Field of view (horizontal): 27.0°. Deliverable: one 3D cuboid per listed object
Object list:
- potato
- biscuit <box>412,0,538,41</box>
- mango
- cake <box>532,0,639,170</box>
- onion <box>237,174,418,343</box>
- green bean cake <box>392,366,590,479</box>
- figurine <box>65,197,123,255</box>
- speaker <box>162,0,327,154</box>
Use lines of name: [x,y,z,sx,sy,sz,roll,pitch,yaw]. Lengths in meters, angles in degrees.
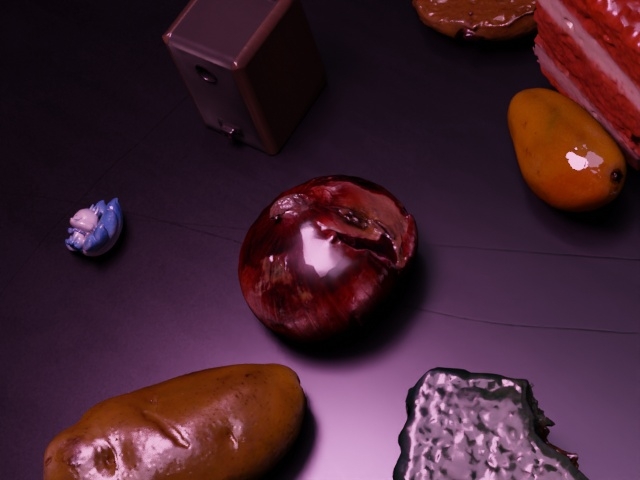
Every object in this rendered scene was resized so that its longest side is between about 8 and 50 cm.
potato: [-0.187,0.277,1.797,0.369,0.176,0.195,-22,17,-9]
biscuit: [0.282,-0.428,2.143,0.296,0.075,0.296,-9,54,13]
mango: [0.342,-0.131,1.922,0.113,0.138,0.253,5,34,-33]
cake: [0.480,-0.303,1.876,0.269,0.319,0.270,-30,63,-10]
onion: [0.000,0.000,1.886,0.272,0.195,0.272,-11,49,14]
green bean cake: [0.245,0.328,1.643,0.308,0.169,0.300,5,63,16]
figurine: [-0.344,-0.026,2.051,0.114,0.079,0.114,-46,20,23]
speaker: [-0.113,-0.278,2.056,0.153,0.231,0.192,25,68,25]
